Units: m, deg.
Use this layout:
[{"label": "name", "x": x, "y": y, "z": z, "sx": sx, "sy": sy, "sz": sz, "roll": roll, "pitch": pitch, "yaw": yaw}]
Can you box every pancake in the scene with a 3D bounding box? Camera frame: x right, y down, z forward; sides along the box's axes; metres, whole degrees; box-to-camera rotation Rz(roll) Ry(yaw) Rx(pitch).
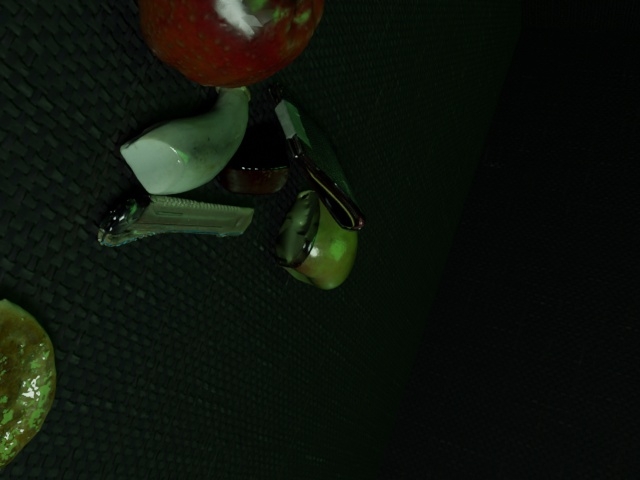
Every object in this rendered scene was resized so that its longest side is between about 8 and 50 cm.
[{"label": "pancake", "x": -0.415, "y": 0.185, "z": 0.619, "sx": 0.282, "sy": 0.049, "sz": 0.282, "roll": 12, "pitch": 90, "yaw": -67}]

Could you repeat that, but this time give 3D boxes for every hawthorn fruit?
[{"label": "hawthorn fruit", "x": -0.091, "y": -0.320, "z": 0.738, "sx": 0.254, "sy": 0.300, "sz": 0.254, "roll": -31, "pitch": 128, "yaw": -52}]

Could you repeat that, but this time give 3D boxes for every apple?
[{"label": "apple", "x": 0.000, "y": 0.000, "z": 1.231, "sx": 0.207, "sy": 0.174, "sz": 0.188, "roll": 77, "pitch": 36, "yaw": -69}]

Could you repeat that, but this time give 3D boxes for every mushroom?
[{"label": "mushroom", "x": -0.181, "y": -0.160, "z": 0.867, "sx": 0.270, "sy": 0.103, "sz": 0.118, "roll": -55, "pitch": 131, "yaw": -48}]

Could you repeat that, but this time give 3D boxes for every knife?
[{"label": "knife", "x": -0.218, "y": -0.035, "z": 0.917, "sx": 0.089, "sy": 0.043, "sz": 0.365, "roll": -48, "pitch": 163, "yaw": 18}]

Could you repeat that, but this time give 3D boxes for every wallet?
[{"label": "wallet", "x": -0.011, "y": -0.157, "z": 1.094, "sx": 0.262, "sy": 0.071, "sz": 0.221, "roll": 48, "pitch": 19, "yaw": -50}]

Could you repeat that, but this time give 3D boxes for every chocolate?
[{"label": "chocolate", "x": -0.110, "y": -0.131, "z": 1.009, "sx": 0.148, "sy": 0.125, "sz": 0.080, "roll": -52, "pitch": 161, "yaw": -48}]
